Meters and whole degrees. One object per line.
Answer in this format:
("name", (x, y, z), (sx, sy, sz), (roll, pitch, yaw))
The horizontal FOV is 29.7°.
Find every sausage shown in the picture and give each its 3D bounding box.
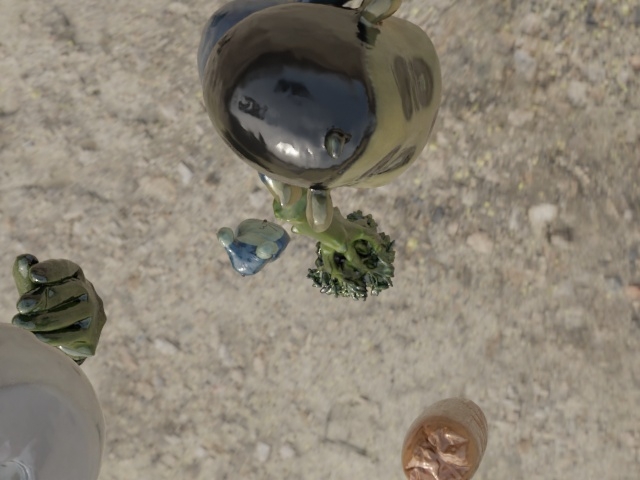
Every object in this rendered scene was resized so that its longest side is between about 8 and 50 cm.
("sausage", (0.137, 0.218, 1.302), (0.086, 0.289, 0.086), (0, 88, 9))

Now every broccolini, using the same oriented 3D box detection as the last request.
("broccolini", (-0.001, -0.002, 0.785), (0.058, 0.216, 0.067), (7, 84, 18))

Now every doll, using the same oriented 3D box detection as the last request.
("doll", (-0.303, 0.159, 0.938), (0.221, 0.251, 0.221), (15, 111, 46))
("doll", (-0.073, 0.003, 1.314), (0.076, 0.083, 0.050), (18, 118, 16))
("doll", (-0.003, -0.058, 0.456), (0.089, 0.179, 0.102), (12, 107, -9))

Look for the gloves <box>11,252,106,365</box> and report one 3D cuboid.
("gloves", (-0.325, 0.088, 1.493), (0.107, 0.268, 0.135), (-41, 78, -13))
